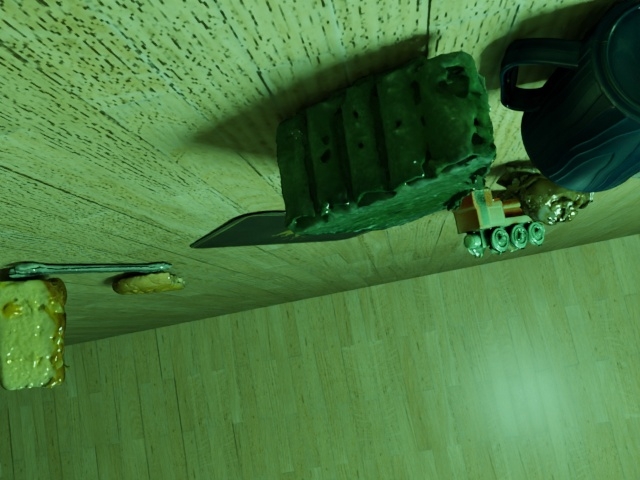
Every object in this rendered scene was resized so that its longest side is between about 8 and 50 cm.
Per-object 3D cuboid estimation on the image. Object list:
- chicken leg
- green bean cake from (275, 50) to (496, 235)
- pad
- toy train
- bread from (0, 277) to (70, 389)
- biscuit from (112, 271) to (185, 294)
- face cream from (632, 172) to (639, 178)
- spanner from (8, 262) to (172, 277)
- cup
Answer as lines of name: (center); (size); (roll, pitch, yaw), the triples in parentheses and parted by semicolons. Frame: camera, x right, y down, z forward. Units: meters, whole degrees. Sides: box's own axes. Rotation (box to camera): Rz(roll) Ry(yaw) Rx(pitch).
chicken leg: (0.343, -0.072, 0.853); (0.125, 0.080, 0.196); (19, -164, 34)
green bean cake: (0.084, -0.076, 0.515); (0.193, 0.107, 0.208); (-20, 167, 33)
pad: (0.000, -0.001, 0.979); (0.375, 0.063, 0.315); (-4, 168, -36)
toy train: (0.313, -0.036, 0.978); (0.176, 0.118, 0.074); (-10, 177, -29)
bread: (-0.499, 0.162, 0.988); (0.114, 0.184, 0.275); (-5, 172, -26)
biscuit: (-0.362, 0.095, 1.195); (0.144, 0.033, 0.224); (-7, 172, -9)
face cream: (0.421, -0.119, 0.720); (0.154, 0.096, 0.274); (-14, -177, 4)
spanner: (-0.388, 0.050, 0.988); (0.071, 0.017, 0.302); (-12, 172, 35)
cup: (0.224, -0.108, 0.453); (0.150, 0.113, 0.138); (-12, 168, -1)
